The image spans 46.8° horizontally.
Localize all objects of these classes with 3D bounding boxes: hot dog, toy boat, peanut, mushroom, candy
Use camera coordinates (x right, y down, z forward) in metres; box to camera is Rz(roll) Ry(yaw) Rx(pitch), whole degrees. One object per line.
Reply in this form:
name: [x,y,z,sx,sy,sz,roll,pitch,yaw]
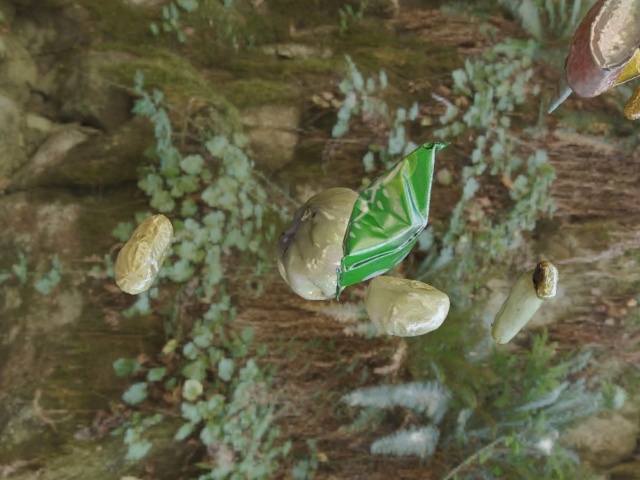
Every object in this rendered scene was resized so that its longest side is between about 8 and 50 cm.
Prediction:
hot dog: [0.965,-0.451,2.165,0.216,0.066,0.047,-57,-167,16]
toy boat: [0.460,-0.311,1.278,0.282,0.096,0.206,93,17,-77]
peanut: [-0.357,0.022,1.498,0.093,0.083,0.194,60,35,-42]
mushroom: [0.492,0.155,1.815,0.312,0.081,0.100,107,10,-58]
candy: [0.080,-0.019,0.861,0.203,0.078,0.141,-52,157,-16]

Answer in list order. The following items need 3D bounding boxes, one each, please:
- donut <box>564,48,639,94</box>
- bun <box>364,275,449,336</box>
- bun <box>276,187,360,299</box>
donut: [0.774,-0.486,2.117,0.112,0.151,0.295,62,-21,-13]
bun: [0.201,0.161,1.744,0.178,0.193,0.128,-139,-121,-73]
bun: [0.003,-0.002,1.629,0.273,0.168,0.273,-43,-153,28]
